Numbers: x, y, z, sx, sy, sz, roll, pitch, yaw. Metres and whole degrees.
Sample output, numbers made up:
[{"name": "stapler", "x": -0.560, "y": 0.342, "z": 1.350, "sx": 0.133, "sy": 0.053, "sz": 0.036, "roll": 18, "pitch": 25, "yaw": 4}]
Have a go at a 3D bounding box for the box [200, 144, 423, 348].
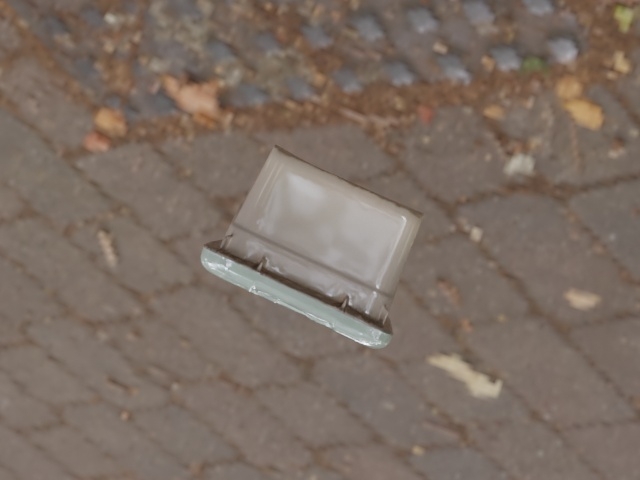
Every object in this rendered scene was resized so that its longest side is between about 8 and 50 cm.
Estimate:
[{"name": "box", "x": 0.000, "y": 0.000, "z": 0.759, "sx": 0.089, "sy": 0.062, "sz": 0.122, "roll": 25, "pitch": -179, "yaw": -1}]
